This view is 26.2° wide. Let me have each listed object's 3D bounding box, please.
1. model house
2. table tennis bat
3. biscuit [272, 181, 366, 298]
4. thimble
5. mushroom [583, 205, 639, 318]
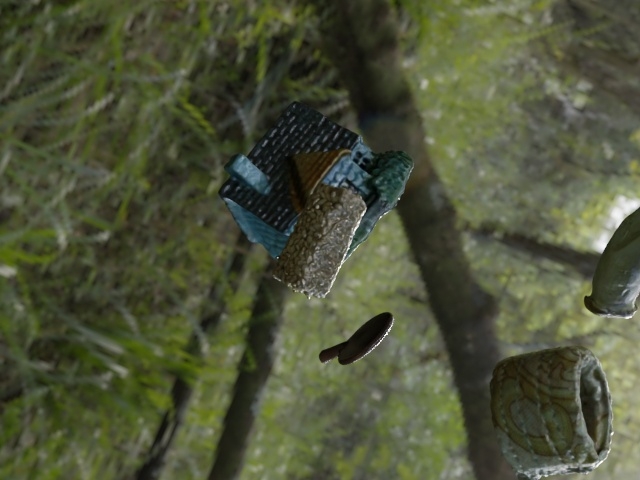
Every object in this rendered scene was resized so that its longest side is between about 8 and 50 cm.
[{"bbox_3d":[-0.016,-0.115,2.362,0.261,0.241,0.226,-53,-163,-22],"label":"model house"},{"bbox_3d":[0.019,0.124,2.114,0.170,0.119,0.107,-30,-163,49],"label":"table tennis bat"},{"bbox_3d":[0.000,0.000,1.970,0.070,0.082,0.168,25,-93,55],"label":"biscuit"},{"bbox_3d":[0.332,0.251,1.973,0.144,0.137,0.190,-11,-105,34],"label":"thimble"},{"bbox_3d":[0.586,0.015,2.542,0.087,0.107,0.333,-98,-160,-49],"label":"mushroom"}]
